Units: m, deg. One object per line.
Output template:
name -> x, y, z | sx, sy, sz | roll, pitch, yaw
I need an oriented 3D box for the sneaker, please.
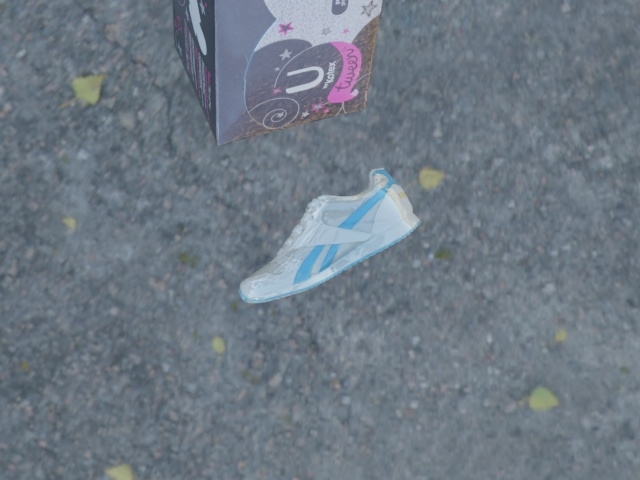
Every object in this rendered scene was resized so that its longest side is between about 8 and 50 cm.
sneaker -> 0.000, 0.000, 1.328 | 0.228, 0.087, 0.092 | -30, 90, -1

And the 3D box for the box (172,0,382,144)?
box -> -0.039, -0.226, 1.011 | 0.163, 0.142, 0.247 | -15, 149, -15
